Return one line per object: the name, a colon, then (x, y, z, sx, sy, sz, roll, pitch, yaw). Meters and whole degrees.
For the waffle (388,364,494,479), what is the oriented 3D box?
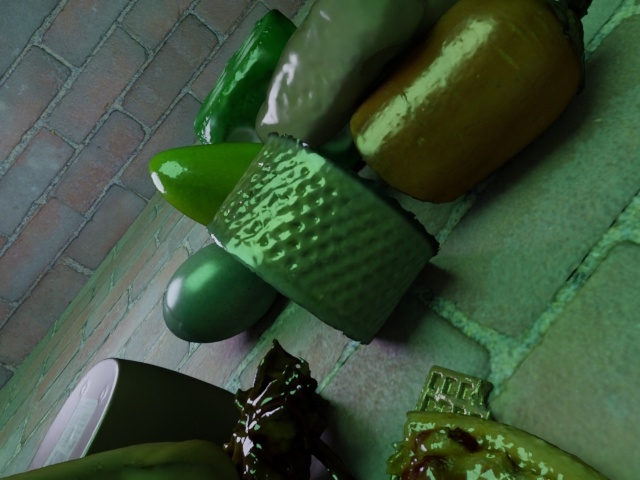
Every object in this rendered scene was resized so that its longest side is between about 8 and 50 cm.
waffle: (0.123, 0.193, 0.446, 0.092, 0.021, 0.135, -1, 57, 57)

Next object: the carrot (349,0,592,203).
carrot: (0.212, -0.202, 0.585, 0.331, 0.214, 0.193, -46, 70, 20)

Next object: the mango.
mango: (-0.116, -0.087, 0.786, 0.192, 0.343, 0.156, -99, 31, -44)

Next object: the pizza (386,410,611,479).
pizza: (0.111, 0.234, 0.302, 0.229, 0.081, 0.290, -43, 33, -12)

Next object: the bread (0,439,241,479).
bread: (-0.202, 0.359, 0.307, 0.253, 0.348, 0.375, -38, 64, 51)

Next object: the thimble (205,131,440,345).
thimble: (0.000, 0.000, 0.587, 0.150, 0.271, 0.271, -55, 29, -3)

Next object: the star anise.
star anise: (-0.031, 0.254, 0.487, 0.237, 0.148, 0.346, -69, 28, 16)

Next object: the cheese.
cheese: (0.046, -0.275, 0.708, 0.328, 0.129, 0.351, -42, 5, 42)

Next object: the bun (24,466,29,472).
bun: (-0.513, 0.499, 0.892, 0.287, 0.146, 0.287, -33, 34, 26)

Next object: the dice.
dice: (-0.072, -0.270, 0.963, 0.287, 0.300, 0.297, -43, 30, 20)

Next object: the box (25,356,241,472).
box: (-0.280, 0.329, 0.678, 0.301, 0.216, 0.300, -36, 34, 29)

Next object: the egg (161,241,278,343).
egg: (-0.179, 0.091, 0.834, 0.237, 0.169, 0.169, -39, 29, -2)
